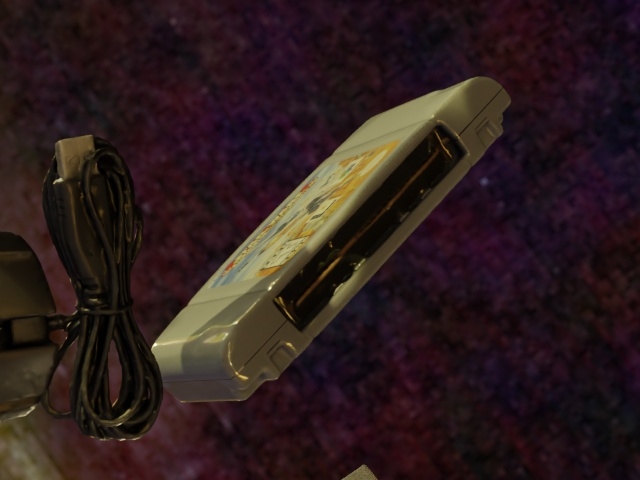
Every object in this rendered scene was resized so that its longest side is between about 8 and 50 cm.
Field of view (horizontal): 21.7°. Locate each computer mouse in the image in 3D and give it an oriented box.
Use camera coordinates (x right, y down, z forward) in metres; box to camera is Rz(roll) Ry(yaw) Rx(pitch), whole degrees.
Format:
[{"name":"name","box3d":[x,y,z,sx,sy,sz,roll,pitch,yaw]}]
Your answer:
[{"name":"computer mouse","box3d":[-0.234,0.044,0.955,0.072,0.272,0.188,-97,1,-76]}]

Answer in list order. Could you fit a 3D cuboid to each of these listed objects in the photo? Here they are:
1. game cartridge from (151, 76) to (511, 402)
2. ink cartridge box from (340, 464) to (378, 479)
[{"name":"game cartridge","box3d":[0.000,0.000,1.242,0.062,0.297,0.198,49,159,-15]},{"name":"ink cartridge box","box3d":[0.024,0.257,1.417,0.052,0.088,0.122,50,167,34]}]
